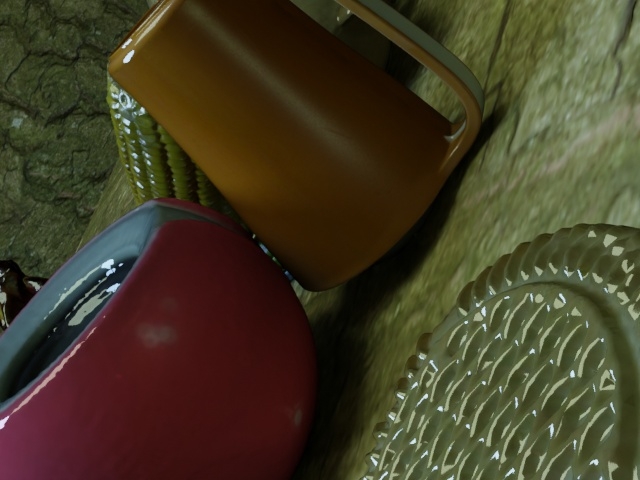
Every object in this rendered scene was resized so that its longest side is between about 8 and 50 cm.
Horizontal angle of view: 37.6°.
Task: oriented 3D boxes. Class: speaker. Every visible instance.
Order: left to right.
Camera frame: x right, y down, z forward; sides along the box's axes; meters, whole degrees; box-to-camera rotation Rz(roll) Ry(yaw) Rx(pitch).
[{"bbox_3d":[-0.145,0.107,0.748,0.294,0.294,0.294,-53,21,29],"label":"speaker"}]

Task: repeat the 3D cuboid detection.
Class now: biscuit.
[{"bbox_3d":[0.091,0.106,0.401,0.259,0.079,0.259,-52,20,29],"label":"biscuit"}]

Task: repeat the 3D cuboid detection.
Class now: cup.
[{"bbox_3d":[-0.012,-0.105,0.727,0.226,0.264,0.182,-35,23,35],"label":"cup"}]

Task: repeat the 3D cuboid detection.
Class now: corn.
[{"bbox_3d":[-0.132,-0.072,0.938,0.344,0.131,0.131,90,-164,-62],"label":"corn"}]

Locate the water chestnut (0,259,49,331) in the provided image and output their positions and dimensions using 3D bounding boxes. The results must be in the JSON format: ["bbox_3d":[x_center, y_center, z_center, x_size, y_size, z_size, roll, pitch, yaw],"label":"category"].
[{"bbox_3d":[-0.313,0.132,1.181,0.300,0.300,0.300,-53,21,29],"label":"water chestnut"}]

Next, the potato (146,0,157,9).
[{"bbox_3d":[-0.094,-0.294,1.257,0.301,0.289,0.237,-37,45,21],"label":"potato"}]

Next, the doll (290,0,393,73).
[{"bbox_3d":[-0.009,-0.235,1.004,0.235,0.174,0.330,-56,19,27],"label":"doll"}]

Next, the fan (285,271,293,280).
[{"bbox_3d":[0.000,0.000,0.909,0.193,0.016,0.038,-46,27,41],"label":"fan"}]

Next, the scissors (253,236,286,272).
[{"bbox_3d":[-0.056,0.016,0.985,0.101,0.027,0.204,-52,11,5],"label":"scissors"}]
